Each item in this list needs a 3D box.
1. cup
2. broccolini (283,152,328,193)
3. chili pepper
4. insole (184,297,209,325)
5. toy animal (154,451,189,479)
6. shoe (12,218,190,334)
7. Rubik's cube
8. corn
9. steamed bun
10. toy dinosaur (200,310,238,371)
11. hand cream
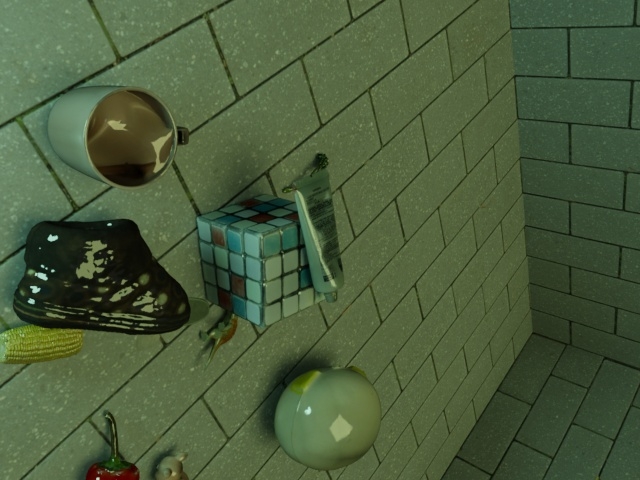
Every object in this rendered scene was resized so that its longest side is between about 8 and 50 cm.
[{"bbox_3d":[-0.398,-0.216,1.132,0.252,0.200,0.192,-14,113,-45],"label":"cup"},{"bbox_3d":[-0.035,-0.198,1.678,0.194,0.052,0.054,-42,128,-32],"label":"broccolini"},{"bbox_3d":[-0.507,0.603,1.358,0.134,0.131,0.338,36,73,-59],"label":"chili pepper"},{"bbox_3d":[-0.381,0.192,1.453,0.232,0.003,0.080,-6,108,-48],"label":"insole"},{"bbox_3d":[-0.400,0.643,1.534,0.089,0.083,0.150,-8,129,-3],"label":"toy animal"},{"bbox_3d":[-0.439,0.069,1.212,0.384,0.171,0.237,13,97,-43],"label":"shoe"},{"bbox_3d":[-0.143,0.044,1.481,0.256,0.253,0.259,-22,118,-42],"label":"Rubik's cube"},{"bbox_3d":[-0.585,0.213,1.178,0.165,0.063,0.085,1,112,-48],"label":"corn"},{"bbox_3d":[0.028,0.573,1.827,0.373,0.333,0.334,10,96,-50],"label":"steamed bun"},{"bbox_3d":[-0.271,0.255,1.580,0.212,0.057,0.142,-64,160,7],"label":"toy dinosaur"},{"bbox_3d":[0.000,0.000,1.396,0.124,0.077,0.341,-28,116,-40],"label":"hand cream"}]
